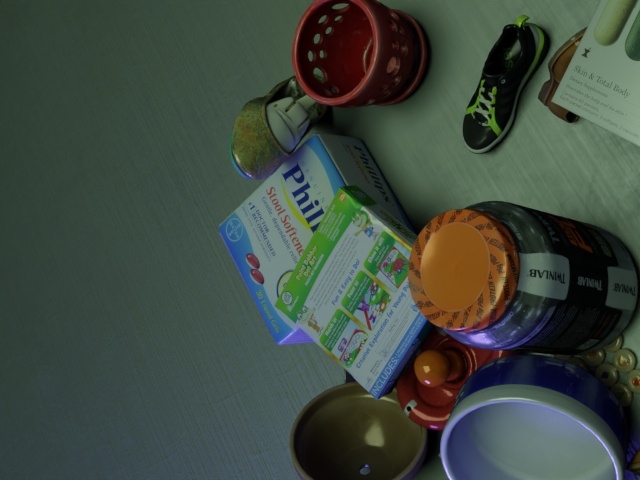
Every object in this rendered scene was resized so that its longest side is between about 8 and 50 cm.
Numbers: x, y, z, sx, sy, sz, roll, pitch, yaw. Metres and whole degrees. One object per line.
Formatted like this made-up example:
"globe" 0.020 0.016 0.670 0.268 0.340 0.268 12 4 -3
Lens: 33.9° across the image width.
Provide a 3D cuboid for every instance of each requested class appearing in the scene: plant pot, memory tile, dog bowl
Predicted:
"plant pot" 0.073 -0.317 1.799 0.191 0.174 0.191 -1 88 39
"memory tile" 0.427 0.190 1.608 0.113 0.012 0.148 -45 62 29
"dog bowl" 0.318 0.300 1.554 0.264 0.104 0.265 12 127 16
"plant pot" 0.072 0.365 1.803 0.237 0.237 0.110 27 145 36

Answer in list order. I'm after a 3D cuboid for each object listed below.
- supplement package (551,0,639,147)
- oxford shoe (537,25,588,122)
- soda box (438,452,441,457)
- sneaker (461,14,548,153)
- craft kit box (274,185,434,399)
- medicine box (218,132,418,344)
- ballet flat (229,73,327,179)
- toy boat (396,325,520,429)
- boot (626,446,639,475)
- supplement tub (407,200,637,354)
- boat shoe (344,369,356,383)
"supplement package" 0.493 -0.259 1.439 0.199 0.198 0.263 36 111 34
"oxford shoe" 0.381 -0.243 1.555 0.076 0.212 0.076 -33 70 -8
"soda box" 0.274 0.304 1.700 0.058 0.061 0.181 48 118 30
"sneaker" 0.275 -0.252 1.682 0.084 0.097 0.235 36 111 34
"craft kit box" 0.072 0.082 1.691 0.246 0.061 0.250 40 116 22
"medicine box" 0.000 0.000 1.873 0.289 0.149 0.264 -42 65 31
"ballet flat" -0.060 -0.215 1.829 0.123 0.348 0.123 6 116 12
"toy boat" 0.204 0.205 1.701 0.151 0.151 0.231 48 118 29
"boot" 0.501 0.260 1.500 0.072 0.197 0.152 17 66 3
"supplement tub" 0.290 0.057 1.503 0.207 0.338 0.207 -8 79 41
"boat shoe" 0.060 0.211 1.884 0.056 0.049 0.152 11 97 38
